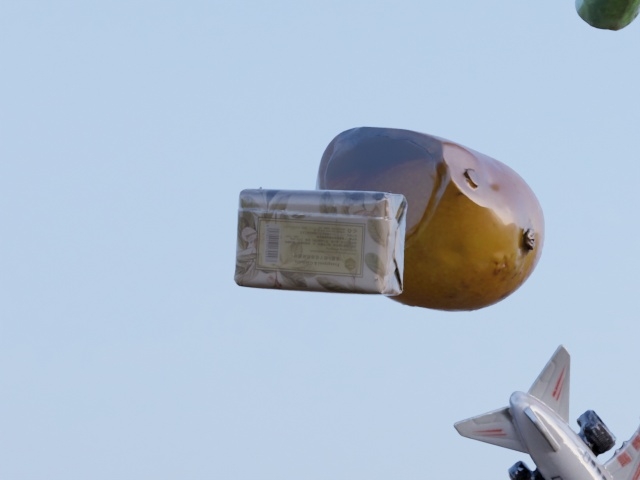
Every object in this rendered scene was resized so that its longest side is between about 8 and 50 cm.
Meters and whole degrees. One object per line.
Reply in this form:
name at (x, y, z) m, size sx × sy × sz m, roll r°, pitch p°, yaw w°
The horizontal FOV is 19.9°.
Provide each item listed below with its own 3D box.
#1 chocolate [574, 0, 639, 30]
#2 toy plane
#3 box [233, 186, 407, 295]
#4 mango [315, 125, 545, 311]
chocolate at (0.274, -0.286, 1.447) m, size 0.110 × 0.110 × 0.291 m, roll 4°, pitch -39°, yaw -14°
toy plane at (0.155, 0.146, 1.046) m, size 0.162 × 0.065 × 0.171 m, roll -37°, pitch -66°, yaw 2°
box at (0.000, 0.000, 1.062) m, size 0.098 × 0.062 × 0.045 m, roll 4°, pitch 1°, yaw 20°
mango at (0.085, -0.013, 1.505) m, size 0.166 × 0.136 × 0.236 m, roll 15°, pitch 0°, yaw -39°
